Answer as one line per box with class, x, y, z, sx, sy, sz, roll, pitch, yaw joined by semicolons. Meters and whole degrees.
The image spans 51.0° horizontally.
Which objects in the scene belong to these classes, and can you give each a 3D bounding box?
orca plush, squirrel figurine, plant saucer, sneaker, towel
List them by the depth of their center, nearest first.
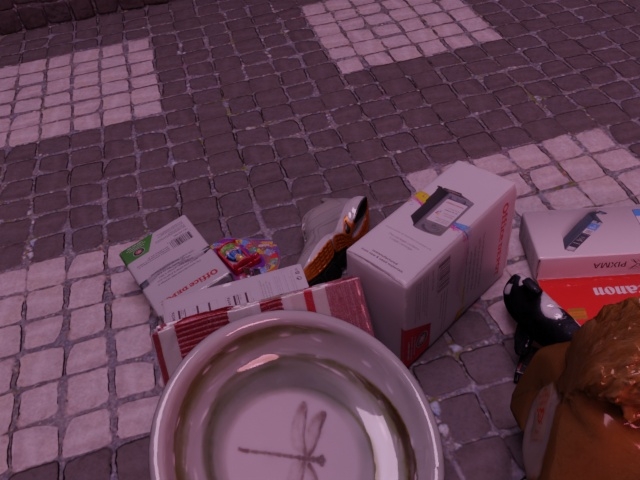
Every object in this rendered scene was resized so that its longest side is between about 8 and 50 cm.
squirrel figurine;0.454;0.236;0.790;0.371;0.397;0.281;15;34;4
plant saucer;-0.033;0.293;0.919;0.401;0.100;0.400;9;55;-14
towel;-0.071;0.203;1.032;0.329;0.237;0.037;-14;7;-6
orca plush;0.366;0.162;1.073;0.102;0.151;0.287;-45;46;8
sneaker;0.000;0.000;1.330;0.121;0.099;0.262;8;36;27

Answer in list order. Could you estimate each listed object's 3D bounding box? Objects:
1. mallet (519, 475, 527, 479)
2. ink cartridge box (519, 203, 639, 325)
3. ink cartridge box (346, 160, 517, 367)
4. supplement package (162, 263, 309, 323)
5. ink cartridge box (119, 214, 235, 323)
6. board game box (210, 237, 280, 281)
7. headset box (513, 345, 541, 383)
mallet;0.214;0.372;0.929;0.190;0.039;0.062;-29;50;-27
ink cartridge box;0.539;0.043;1.217;0.296;0.066;0.261;-4;42;3
ink cartridge box;0.191;0.039;1.151;0.131;0.226;0.306;30;53;32
supplement package;-0.126;0.158;1.130;0.244;0.139;0.134;-15;42;-7
ink cartridge box;-0.266;0.068;1.275;0.153;0.087;0.208;-32;47;-14
board game box;-0.165;0.030;1.353;0.169;0.033;0.133;2;43;10
headset box;0.361;0.210;1.083;0.083;0.032;0.062;15;46;24
